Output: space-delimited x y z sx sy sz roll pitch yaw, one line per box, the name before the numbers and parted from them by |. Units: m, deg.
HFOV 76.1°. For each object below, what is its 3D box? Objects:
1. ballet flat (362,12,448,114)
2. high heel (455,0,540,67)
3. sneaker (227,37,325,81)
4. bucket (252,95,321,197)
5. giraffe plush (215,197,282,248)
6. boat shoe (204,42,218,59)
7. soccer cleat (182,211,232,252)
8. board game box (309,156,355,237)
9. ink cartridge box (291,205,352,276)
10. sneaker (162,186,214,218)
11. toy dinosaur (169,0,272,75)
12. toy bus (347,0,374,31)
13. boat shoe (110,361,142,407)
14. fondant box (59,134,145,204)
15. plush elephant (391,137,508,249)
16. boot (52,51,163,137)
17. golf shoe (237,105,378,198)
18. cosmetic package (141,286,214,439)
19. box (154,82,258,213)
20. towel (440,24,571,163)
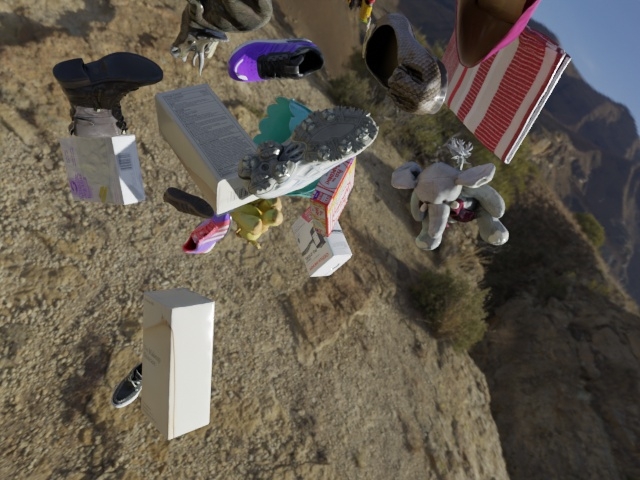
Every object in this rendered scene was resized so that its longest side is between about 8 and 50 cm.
ballet flat | 0.088 -0.229 0.518 0.058 0.084 0.250 1 42 -12
high heel | 0.216 -0.297 0.514 0.127 0.182 0.377 36 34 15
sneaker | -0.117 -0.513 1.179 0.293 0.102 0.146 -21 48 -19
bucket | -0.078 -0.264 1.221 0.182 0.281 0.282 12 47 -31
giraffe plush | -0.229 -0.063 1.372 0.171 0.210 0.182 90 -9 -57
boat shoe | -0.413 -0.766 1.544 0.049 0.152 0.056 9 25 -46
soccer cleat | -0.489 -0.037 1.773 0.116 0.318 0.109 -13 69 -48
board game box | 0.029 -0.108 0.937 0.045 0.147 0.193 24 -15 9
ink cartridge box | 0.000 0.000 1.602 0.100 0.172 0.238 -3 61 -39
sneaker | -0.482 -0.129 1.495 0.188 0.071 0.066 32 47 -23
toy dinosaur | -0.162 -0.422 0.720 0.160 0.313 0.121 32 61 -55
toy bus | 0.131 -0.817 1.342 0.104 0.191 0.202 13 39 -2
boat shoe | -0.632 0.472 1.407 0.077 0.070 0.219 37 62 5
fondant box | -0.807 -0.263 1.509 0.096 0.329 0.239 -27 119 -54
plush elephant | 0.340 -0.114 1.108 0.255 0.271 0.331 -16 105 -51
boot | -0.537 -0.362 1.063 0.262 0.229 0.091 -11 67 -19
golf shoe | -0.014 -0.105 0.508 0.086 0.176 0.069 75 -9 -78
cosmetic package | -0.347 0.284 0.986 0.113 0.160 0.310 -4 100 -45
box | -0.268 -0.233 1.005 0.147 0.121 0.311 -25 66 -29
towel | 0.358 -0.356 0.884 0.037 0.237 0.329 -6 47 -18
